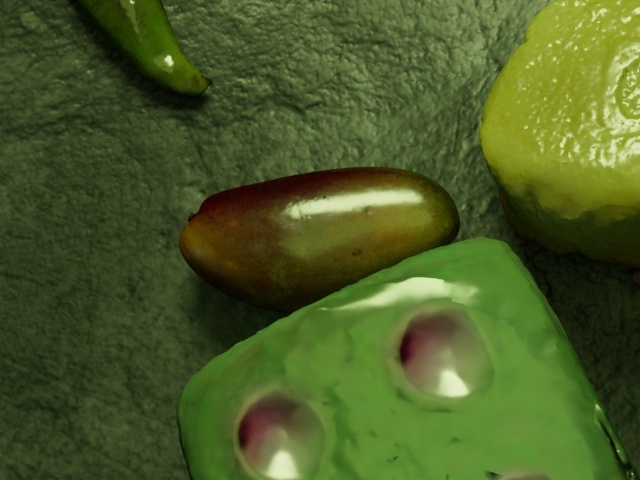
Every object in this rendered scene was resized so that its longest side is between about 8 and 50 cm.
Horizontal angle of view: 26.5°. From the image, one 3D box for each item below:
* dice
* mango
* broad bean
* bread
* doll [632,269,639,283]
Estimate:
[{"bbox_3d":[0.085,0.203,1.156,0.322,0.318,0.330,-28,80,3],"label":"dice"},{"bbox_3d":[0.000,0.000,1.294,0.267,0.111,0.133,-8,66,7],"label":"mango"},{"bbox_3d":[-0.231,-0.275,1.380,0.077,0.061,0.339,-45,80,7],"label":"broad bean"},{"bbox_3d":[0.276,-0.102,1.233,0.270,0.148,0.270,-14,57,23],"label":"bread"},{"bbox_3d":[0.407,0.023,1.253,0.262,0.093,0.211,19,79,15],"label":"doll"}]
